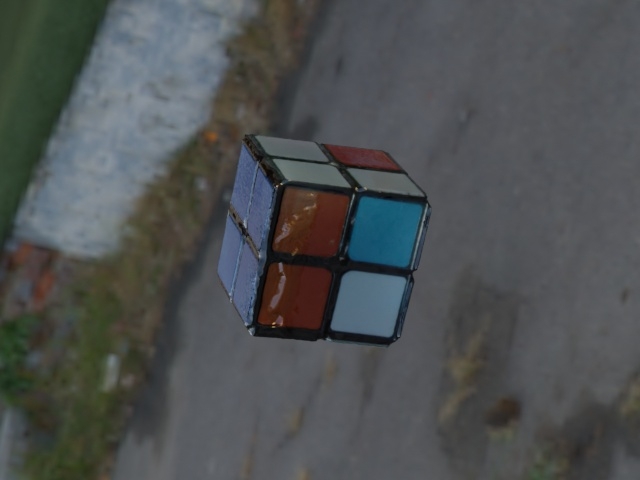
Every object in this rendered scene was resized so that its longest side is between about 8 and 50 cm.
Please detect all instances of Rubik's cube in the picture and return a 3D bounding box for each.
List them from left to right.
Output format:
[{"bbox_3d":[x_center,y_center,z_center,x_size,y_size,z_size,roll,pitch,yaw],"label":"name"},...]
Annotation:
[{"bbox_3d":[0.000,0.000,1.869,0.167,0.180,0.183,-124,41,-63],"label":"Rubik's cube"}]
